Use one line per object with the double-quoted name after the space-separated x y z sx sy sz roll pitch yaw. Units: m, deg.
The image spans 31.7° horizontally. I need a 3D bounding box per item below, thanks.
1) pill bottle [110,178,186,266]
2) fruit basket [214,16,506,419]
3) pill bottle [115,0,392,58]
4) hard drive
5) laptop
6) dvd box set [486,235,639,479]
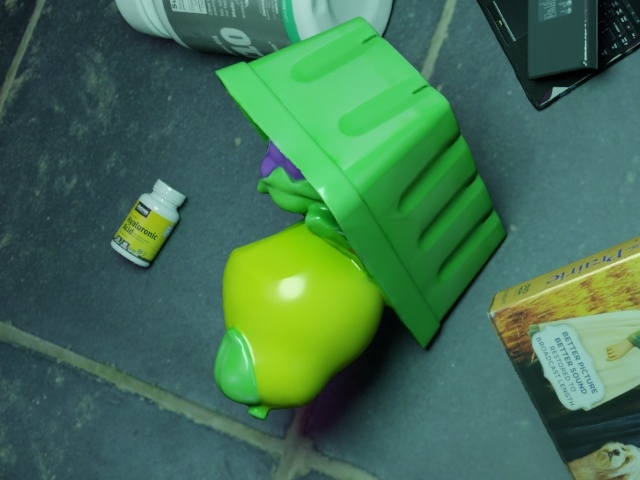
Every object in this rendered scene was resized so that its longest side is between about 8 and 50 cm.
-0.240 -0.026 1.590 0.065 0.065 0.116 35 93 37 "pill bottle"
0.000 0.000 1.236 0.392 0.392 0.283 -46 55 11 "fruit basket"
-0.099 -0.351 1.530 0.361 0.204 0.204 13 80 36 "pill bottle"
0.276 -0.256 1.294 0.094 0.022 0.135 -3 85 54 "hard drive"
0.294 -0.331 1.307 0.264 0.136 0.234 -32 58 20 "laptop"
0.406 0.112 1.016 0.420 0.062 0.307 -24 100 24 "dvd box set"
